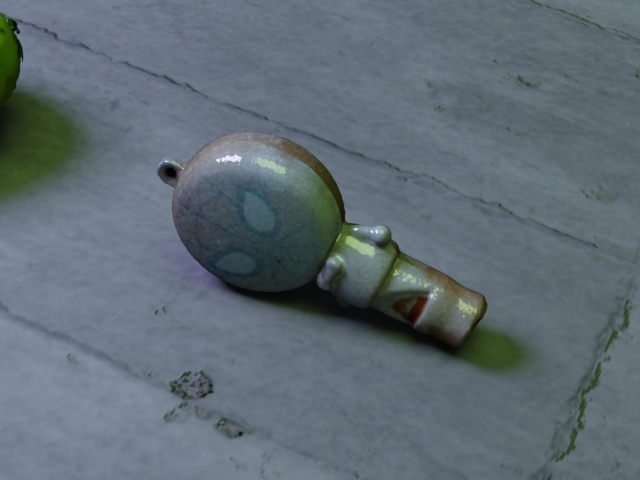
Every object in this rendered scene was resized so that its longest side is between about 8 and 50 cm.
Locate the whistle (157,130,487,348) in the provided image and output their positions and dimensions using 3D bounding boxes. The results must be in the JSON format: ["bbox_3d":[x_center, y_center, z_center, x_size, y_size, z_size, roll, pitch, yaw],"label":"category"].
[{"bbox_3d":[0.000,0.000,0.875,0.220,0.107,0.057,27,42,0],"label":"whistle"}]

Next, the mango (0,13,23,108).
[{"bbox_3d":[-0.277,-0.098,0.926,0.178,0.100,0.119,-32,18,-25],"label":"mango"}]
